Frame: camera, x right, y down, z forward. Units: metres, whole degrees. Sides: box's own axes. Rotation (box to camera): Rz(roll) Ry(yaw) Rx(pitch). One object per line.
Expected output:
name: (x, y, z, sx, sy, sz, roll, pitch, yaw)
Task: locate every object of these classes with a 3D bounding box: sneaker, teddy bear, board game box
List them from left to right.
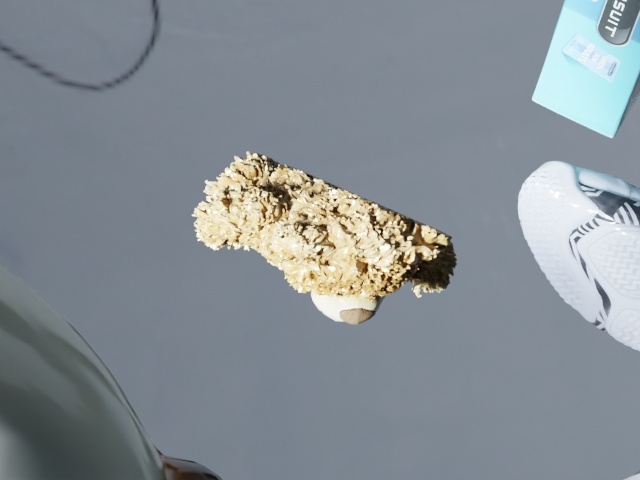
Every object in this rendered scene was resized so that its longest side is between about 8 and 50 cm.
teddy bear: (0.000, 0.000, 1.611, 0.245, 0.113, 0.338, 19, -176, -37)
board game box: (0.284, -0.278, 1.317, 0.079, 0.254, 0.336, 28, 147, 12)
sneaker: (0.352, 0.009, 1.402, 0.366, 0.210, 0.137, 31, 146, 11)

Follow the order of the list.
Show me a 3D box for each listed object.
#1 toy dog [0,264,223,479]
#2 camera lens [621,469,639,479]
toy dog: (-0.202, 0.092, 0.507, 0.408, 0.395, 0.284, 5, 145, 49)
camera lens: (0.259, 0.203, 0.885, 0.274, 0.219, 0.219, -6, 159, -44)
